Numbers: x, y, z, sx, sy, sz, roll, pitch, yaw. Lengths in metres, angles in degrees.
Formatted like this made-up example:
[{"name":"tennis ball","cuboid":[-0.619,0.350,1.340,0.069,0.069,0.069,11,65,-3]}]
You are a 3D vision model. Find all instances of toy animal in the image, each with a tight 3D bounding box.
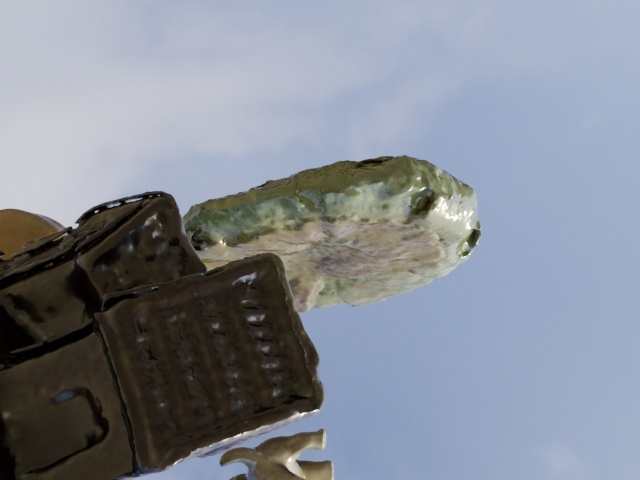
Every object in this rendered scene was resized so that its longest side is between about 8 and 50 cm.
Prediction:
[{"name":"toy animal","cuboid":[-0.060,0.345,1.708,0.168,0.233,0.121,4,-123,-5]}]

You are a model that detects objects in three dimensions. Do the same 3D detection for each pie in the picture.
[{"name":"pie","cuboid":[0.000,0.000,1.092,0.306,0.306,0.071,-4,-111,-3]}]

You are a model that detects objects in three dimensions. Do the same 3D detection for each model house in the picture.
[{"name":"model house","cuboid":[-0.085,0.043,0.549,0.152,0.106,0.165,-23,-111,3]}]

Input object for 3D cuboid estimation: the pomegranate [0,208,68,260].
[{"name":"pomegranate","cuboid":[-0.305,0.068,1.199,0.196,0.196,0.196,-1,-146,1]}]
